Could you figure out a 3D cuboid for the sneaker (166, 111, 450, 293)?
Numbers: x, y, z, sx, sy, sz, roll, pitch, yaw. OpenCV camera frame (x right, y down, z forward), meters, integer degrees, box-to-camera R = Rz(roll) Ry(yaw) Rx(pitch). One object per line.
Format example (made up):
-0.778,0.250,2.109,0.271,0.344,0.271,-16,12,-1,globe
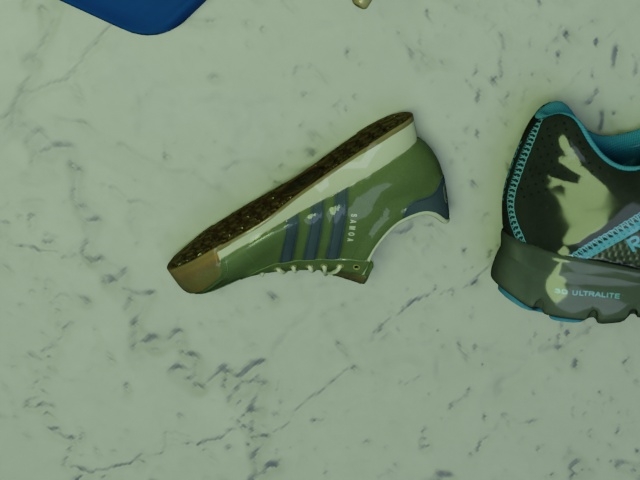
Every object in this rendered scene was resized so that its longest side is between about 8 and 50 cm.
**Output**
0.000,0.000,1.103,0.192,0.064,0.086,-32,106,3,sneaker

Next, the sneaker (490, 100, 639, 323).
0.288,-0.017,1.101,0.340,0.125,0.140,1,106,-9,sneaker

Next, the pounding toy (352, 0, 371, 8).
0.078,-0.221,1.009,0.141,0.100,0.130,-7,111,-4,pounding toy

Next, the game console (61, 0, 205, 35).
-0.133,-0.287,0.950,0.293,0.173,0.250,22,77,-37,game console
